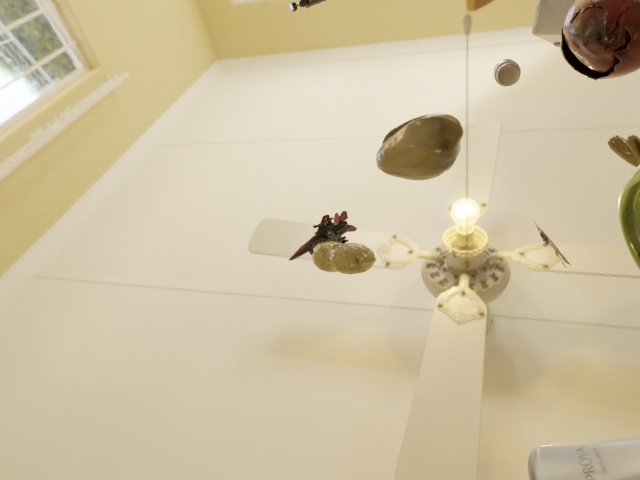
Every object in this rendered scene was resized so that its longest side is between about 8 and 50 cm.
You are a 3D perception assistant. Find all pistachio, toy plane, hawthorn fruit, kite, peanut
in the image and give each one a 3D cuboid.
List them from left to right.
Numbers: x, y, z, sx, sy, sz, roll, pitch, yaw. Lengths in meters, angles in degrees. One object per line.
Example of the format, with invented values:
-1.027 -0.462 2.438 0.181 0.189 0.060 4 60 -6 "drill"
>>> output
0.002 0.002 1.172 0.189 0.130 0.061 -39 -131 -2 "toy plane"
0.052 0.040 1.067 0.082 0.082 0.187 -41 -158 -26 "peanut"
0.184 -0.174 0.861 0.185 0.124 0.124 -8 -143 41 "pistachio"
0.579 0.013 1.162 0.010 0.159 0.190 -38 -170 17 "kite"
0.423 -0.302 0.664 0.148 0.148 0.172 9 -144 26 "hawthorn fruit"

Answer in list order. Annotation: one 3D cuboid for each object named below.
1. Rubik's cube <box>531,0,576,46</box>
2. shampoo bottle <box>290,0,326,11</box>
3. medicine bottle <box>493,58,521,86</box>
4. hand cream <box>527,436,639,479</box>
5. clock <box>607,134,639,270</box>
0.763 -0.665 1.163 0.319 0.321 0.316 17 -158 36 "Rubik's cube"
-0.002 -0.532 1.007 0.137 0.027 0.048 -27 -170 -11 "shampoo bottle"
0.389 -0.349 0.962 0.052 0.052 0.089 0 -156 17 "medicine bottle"
0.317 0.198 0.402 0.255 0.048 0.079 -14 -174 18 "hand cream"
0.339 0.003 0.357 0.096 0.235 0.308 -31 -158 5 "clock"
